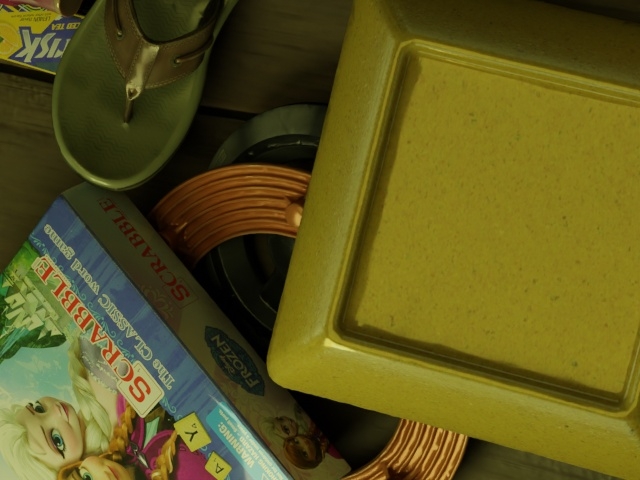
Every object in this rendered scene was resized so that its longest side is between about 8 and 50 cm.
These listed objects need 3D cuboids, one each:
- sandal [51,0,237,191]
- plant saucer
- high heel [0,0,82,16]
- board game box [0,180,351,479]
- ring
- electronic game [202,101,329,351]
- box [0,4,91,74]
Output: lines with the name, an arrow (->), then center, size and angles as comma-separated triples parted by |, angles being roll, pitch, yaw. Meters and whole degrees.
sandal -> -0.126, -0.185, 1.358 | 0.120, 0.086, 0.302 | 27, 93, 3
plant saucer -> 0.146, -0.011, 1.243 | 0.333, 0.081, 0.333 | 14, 93, 9
high heel -> -0.219, -0.310, 1.412 | 0.117, 0.082, 0.244 | 20, 97, 22
board game box -> -0.174, 0.161, 1.444 | 0.318, 0.066, 0.318 | 49, 129, 10
ring -> -0.032, 0.099, 1.392 | 0.337, 0.032, 0.336 | 11, 114, 27
electronic game -> 0.000, 0.000, 1.390 | 0.229, 0.048, 0.229 | 9, 110, 25
box -> -0.234, -0.177, 1.464 | 0.169, 0.054, 0.059 | 18, 105, 20
